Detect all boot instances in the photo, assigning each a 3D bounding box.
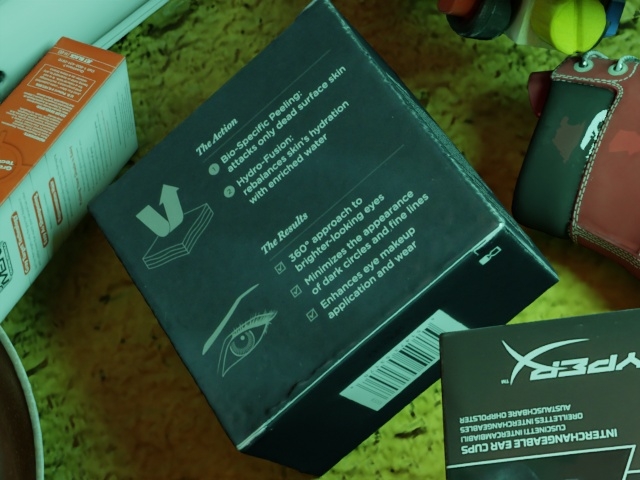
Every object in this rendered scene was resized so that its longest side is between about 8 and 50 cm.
[{"bbox_3d":[0.202,-0.086,0.717,0.176,0.088,0.244,31,81,28],"label":"boot"}]

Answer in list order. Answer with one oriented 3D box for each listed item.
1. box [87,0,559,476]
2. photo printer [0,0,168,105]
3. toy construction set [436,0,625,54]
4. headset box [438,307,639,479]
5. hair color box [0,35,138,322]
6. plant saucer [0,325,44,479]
[{"bbox_3d":[0.000,0.000,0.714,0.156,0.093,0.158,-40,61,9],"label":"box"},{"bbox_3d":[-0.227,-0.181,0.873,0.307,0.107,0.256,-39,61,-4],"label":"photo printer"},{"bbox_3d":[0.116,-0.207,0.715,0.151,0.215,0.327,11,22,-11],"label":"toy construction set"},{"bbox_3d":[0.121,0.198,0.529,0.110,0.218,0.293,-8,64,14],"label":"headset box"},{"bbox_3d":[-0.150,-0.033,0.775,0.043,0.072,0.141,19,51,16],"label":"hair color box"},{"bbox_3d":[-0.277,0.149,0.767,0.310,0.050,0.310,-6,65,14],"label":"plant saucer"}]
